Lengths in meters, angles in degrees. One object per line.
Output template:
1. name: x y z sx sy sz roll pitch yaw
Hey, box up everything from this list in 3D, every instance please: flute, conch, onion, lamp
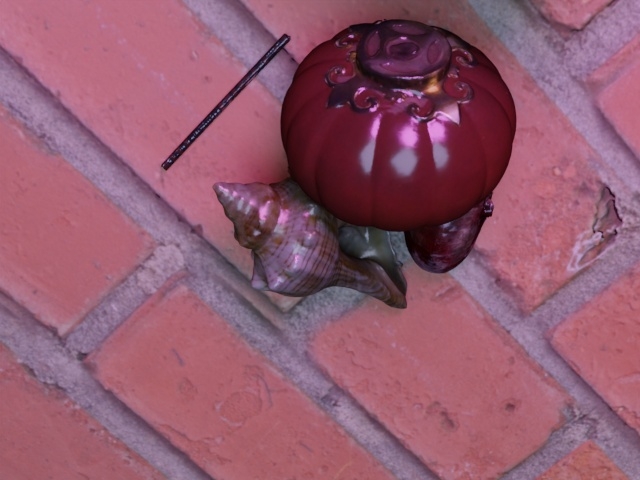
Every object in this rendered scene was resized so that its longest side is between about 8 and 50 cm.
1. flute: -0.137 -0.196 1.260 0.014 0.014 0.269 42 105 -15
2. conch: -0.011 -0.004 1.271 0.386 0.170 0.203 29 83 -52
3. onion: 0.179 -0.042 1.280 0.151 0.098 0.205 4 112 -4
4. lamp: 0.099 -0.148 1.134 0.303 0.303 0.257 -1 139 -1
